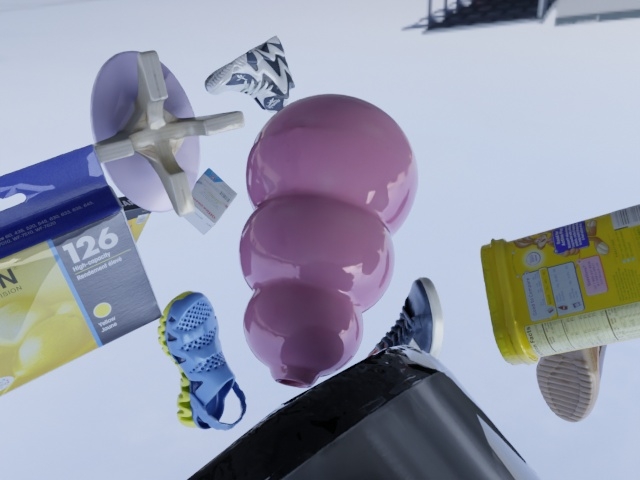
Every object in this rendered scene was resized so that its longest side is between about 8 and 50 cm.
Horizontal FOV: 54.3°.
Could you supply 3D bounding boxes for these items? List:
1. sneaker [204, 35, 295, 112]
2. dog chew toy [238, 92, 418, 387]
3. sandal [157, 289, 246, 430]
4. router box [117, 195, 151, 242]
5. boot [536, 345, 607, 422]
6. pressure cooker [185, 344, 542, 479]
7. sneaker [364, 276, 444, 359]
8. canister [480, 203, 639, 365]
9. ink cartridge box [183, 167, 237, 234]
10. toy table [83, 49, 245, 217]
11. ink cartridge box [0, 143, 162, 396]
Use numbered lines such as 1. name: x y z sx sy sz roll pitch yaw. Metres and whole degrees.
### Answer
1. sneaker: -0.135 -0.330 1.351 0.094 0.153 0.235 -17 -157 39
2. dog chew toy: 0.000 0.000 0.715 0.206 0.207 0.332 4 -114 13
3. sandal: -0.212 0.239 1.186 0.138 0.318 0.126 15 -145 38
4. router box: -0.420 -0.017 1.203 0.046 0.133 0.179 41 -152 16
5. boot: 0.401 0.119 0.903 0.206 0.249 0.090 -29 -149 -36
6. pressure cooker: 0.073 0.337 0.468 0.375 0.370 0.420 -15 -120 -48
7. sneaker: 0.164 0.240 1.346 0.148 0.350 0.131 2 -156 -11
8. canister: 0.250 0.041 0.591 0.169 0.073 0.126 -18 -120 29
9. ink cartridge box: -0.247 -0.085 1.346 0.052 0.088 0.122 -36 -163 36
10. toy table: -0.265 -0.170 1.018 0.252 0.274 0.161 -31 -155 -19
11. ink cartridge box: -0.414 0.056 0.903 0.303 0.307 0.072 -26 -138 -20
